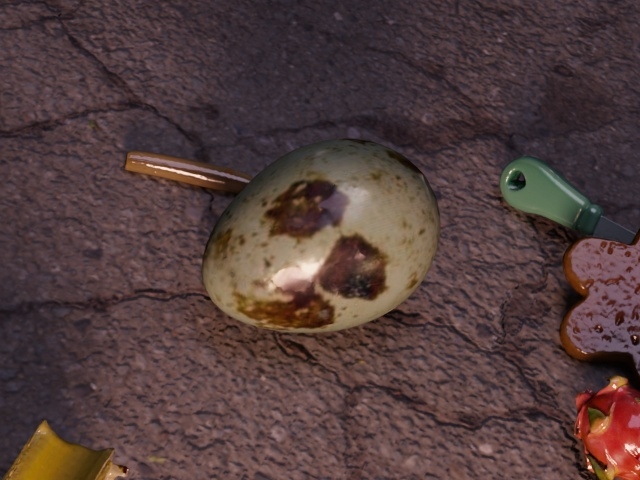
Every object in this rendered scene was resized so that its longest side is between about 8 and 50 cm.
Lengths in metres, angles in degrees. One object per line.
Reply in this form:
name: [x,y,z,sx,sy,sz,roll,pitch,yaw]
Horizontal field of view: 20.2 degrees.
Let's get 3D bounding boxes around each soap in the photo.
soap: [-0.228,0.255,1.293,0.076,0.135,0.233,24,43,6]

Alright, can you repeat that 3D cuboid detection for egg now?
egg: [0.000,0.000,1.605,0.231,0.169,0.169,-22,56,-22]

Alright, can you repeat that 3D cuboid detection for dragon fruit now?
dragon fruit: [0.270,0.177,1.582,0.086,0.081,0.116,11,42,-24]

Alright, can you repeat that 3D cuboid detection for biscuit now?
biscuit: [0.344,0.065,1.701,0.236,0.039,0.180,7,72,4]

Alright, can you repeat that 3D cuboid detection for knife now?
knife: [0.285,0.001,1.777,0.260,0.063,0.034,35,16,21]

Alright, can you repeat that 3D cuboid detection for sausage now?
sausage: [-0.123,-0.066,1.732,0.132,0.024,0.024,11,44,-7]
